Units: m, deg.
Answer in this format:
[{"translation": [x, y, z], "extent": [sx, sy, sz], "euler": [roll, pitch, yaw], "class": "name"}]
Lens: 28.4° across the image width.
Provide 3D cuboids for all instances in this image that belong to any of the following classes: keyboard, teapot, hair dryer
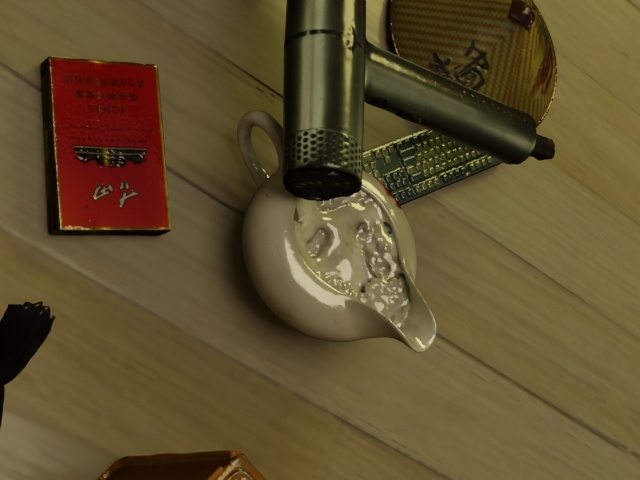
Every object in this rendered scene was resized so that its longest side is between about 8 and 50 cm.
[{"translation": [0.092, -0.069, 1.112], "extent": [0.176, 0.014, 0.055], "euler": [-22, 88, -35], "class": "keyboard"}, {"translation": [0.000, 0.000, 0.986], "extent": [0.145, 0.092, 0.226], "euler": [-37, 91, -37], "class": "teapot"}, {"translation": [0.055, -0.171, 1.041], "extent": [0.284, 0.155, 0.320], "euler": [17, 64, -53], "class": "hair dryer"}]

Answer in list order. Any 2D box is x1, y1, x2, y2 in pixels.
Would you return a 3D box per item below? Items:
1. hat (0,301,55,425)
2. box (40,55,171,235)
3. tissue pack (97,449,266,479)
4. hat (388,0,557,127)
[{"translation": [-0.290, 0.042, 0.722], "extent": [0.238, 0.209, 0.336], "euler": [-13, 84, -31], "class": "hat"}, {"translation": [-0.160, -0.070, 0.942], "extent": [0.090, 0.023, 0.133], "euler": [2, 78, -31], "class": "box"}, {"translation": [-0.056, 0.285, 0.823], "extent": [0.145, 0.194, 0.274], "euler": [-45, 103, -32], "class": "tissue pack"}, {"translation": [0.161, -0.189, 1.135], "extent": [0.193, 0.082, 0.193], "euler": [10, 71, -29], "class": "hat"}]
